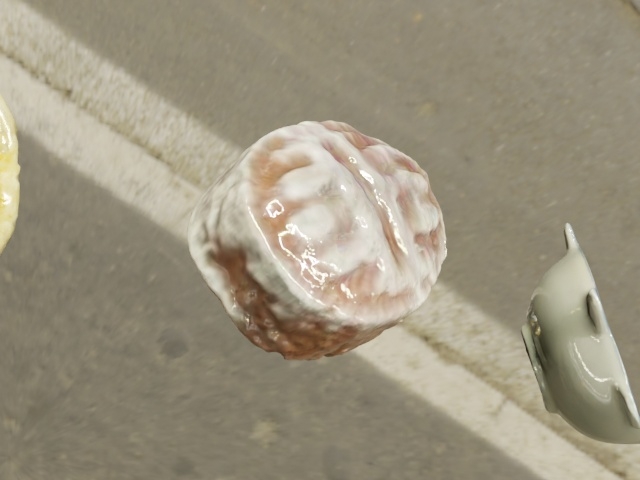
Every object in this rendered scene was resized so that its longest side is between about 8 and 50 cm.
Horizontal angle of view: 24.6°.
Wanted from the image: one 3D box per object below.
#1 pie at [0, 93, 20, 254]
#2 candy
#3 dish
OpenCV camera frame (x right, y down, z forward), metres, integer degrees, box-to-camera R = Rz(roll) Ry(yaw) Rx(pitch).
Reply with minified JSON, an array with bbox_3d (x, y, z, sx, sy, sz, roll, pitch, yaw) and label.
[{"bbox_3d":[-0.423,-0.087,1.483,0.077,0.339,0.339,-16,84,23],"label":"pie"},{"bbox_3d":[0.000,0.000,1.389,0.289,0.157,0.214,-21,76,-54],"label":"candy"},{"bbox_3d":[0.247,0.104,1.454,0.086,0.236,0.228,-19,93,7],"label":"dish"}]
